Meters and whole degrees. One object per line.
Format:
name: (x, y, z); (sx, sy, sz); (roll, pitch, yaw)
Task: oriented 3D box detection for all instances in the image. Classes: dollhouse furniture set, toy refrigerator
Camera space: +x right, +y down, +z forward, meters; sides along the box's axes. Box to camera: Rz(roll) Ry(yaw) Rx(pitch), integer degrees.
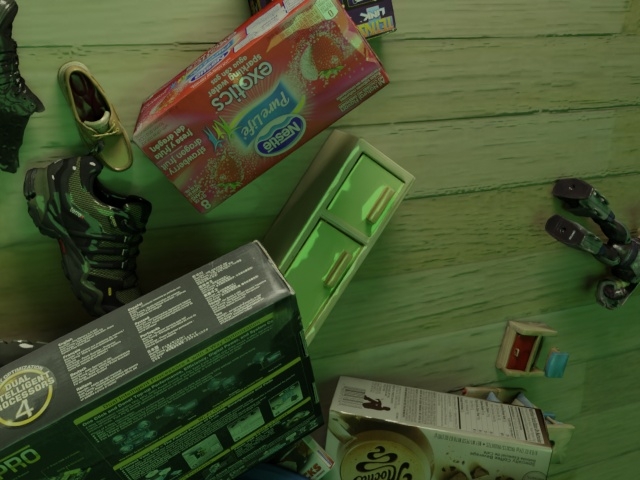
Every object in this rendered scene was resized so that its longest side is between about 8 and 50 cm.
dollhouse furniture set: (0.317, 0.236, 1.099); (0.129, 0.129, 0.184); (6, 105, -25)
toy refrigerator: (0.000, 0.000, 0.910); (0.102, 0.094, 0.269); (32, 91, -28)

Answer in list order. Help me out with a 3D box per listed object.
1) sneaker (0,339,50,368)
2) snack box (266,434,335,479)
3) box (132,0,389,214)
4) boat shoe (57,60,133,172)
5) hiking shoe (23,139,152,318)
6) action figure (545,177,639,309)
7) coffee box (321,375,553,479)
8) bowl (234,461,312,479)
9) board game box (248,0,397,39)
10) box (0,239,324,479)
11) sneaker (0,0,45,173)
sneaker: (-0.271, 0.175, 0.835); (0.267, 0.101, 0.106); (3, 74, -16)
snack box: (-0.059, 0.337, 0.974); (0.064, 0.022, 0.178); (46, 116, 6)
box: (-0.068, -0.163, 0.772); (0.257, 0.128, 0.122); (-34, 117, 11)
boat shoe: (-0.252, -0.134, 0.787); (0.050, 0.045, 0.135); (-32, 116, -11)
hiking shoe: (-0.238, 0.004, 0.803); (0.114, 0.086, 0.227); (-24, 115, 4)
action figure: (0.473, 0.012, 1.117); (0.285, 0.099, 0.185); (27, 85, -32)
coffee box: (0.156, 0.311, 0.988); (0.297, 0.119, 0.168); (9, 105, 7)
bowl: (-0.110, 0.487, 0.904); (0.391, 0.077, 0.391); (0, 87, 8)
board game box: (-0.002, -0.301, 0.841); (0.170, 0.048, 0.141); (-20, 115, -16)
box: (-0.195, 0.208, 0.767); (0.395, 0.097, 0.318); (-28, 145, -14)
sneaker: (-0.332, -0.163, 0.744); (0.089, 0.051, 0.170); (25, 100, -28)
